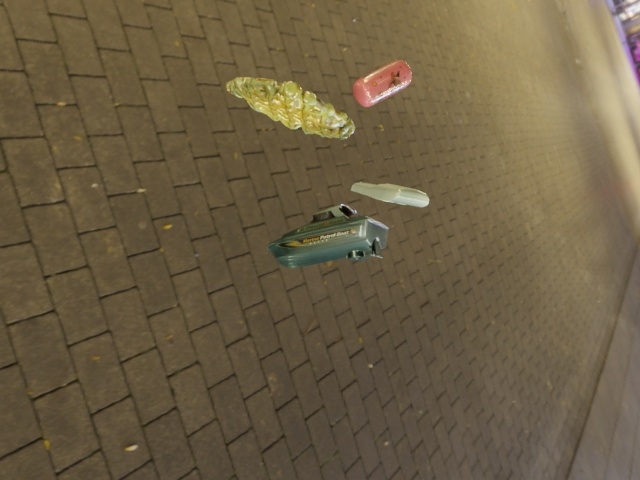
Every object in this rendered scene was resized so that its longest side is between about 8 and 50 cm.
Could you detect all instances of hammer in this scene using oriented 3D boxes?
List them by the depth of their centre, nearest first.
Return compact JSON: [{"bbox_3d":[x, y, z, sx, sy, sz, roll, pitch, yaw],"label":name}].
[{"bbox_3d":[0.080,-0.203,0.680,0.083,0.043,0.043,-34,104,-20],"label":"hammer"}]

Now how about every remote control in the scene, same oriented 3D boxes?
[{"bbox_3d":[0.109,-0.078,0.844,0.061,0.162,0.029,10,98,-24],"label":"remote control"}]

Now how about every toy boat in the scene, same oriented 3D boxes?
[{"bbox_3d":[0.000,0.000,0.569,0.055,0.141,0.060,18,64,-57],"label":"toy boat"}]

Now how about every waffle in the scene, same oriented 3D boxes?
[{"bbox_3d":[-0.042,-0.196,0.772,0.183,0.169,0.036,21,88,-51],"label":"waffle"}]
